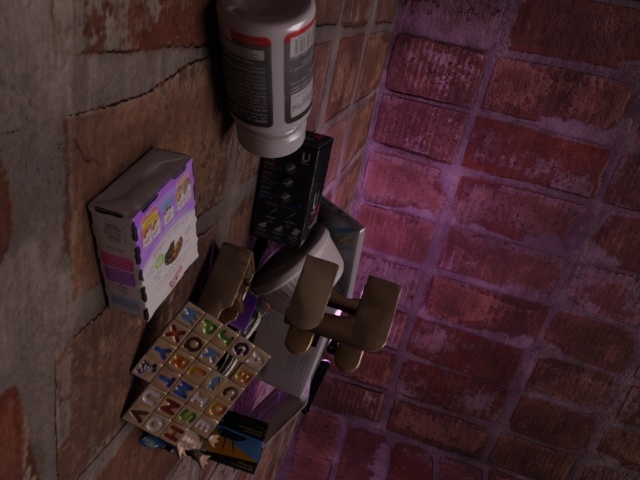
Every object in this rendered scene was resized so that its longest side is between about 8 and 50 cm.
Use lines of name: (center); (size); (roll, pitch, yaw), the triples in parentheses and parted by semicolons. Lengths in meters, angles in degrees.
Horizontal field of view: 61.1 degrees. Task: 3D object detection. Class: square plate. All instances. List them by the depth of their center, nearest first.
square plate: (-0.168, 0.596, 1.893); (0.347, 0.049, 0.344); (-45, -175, 8)

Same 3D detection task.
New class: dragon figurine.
dragon figurine: (-0.304, 0.389, 1.102); (0.085, 0.144, 0.289); (-67, 150, -27)

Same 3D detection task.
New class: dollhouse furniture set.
dollhouse furniture set: (-0.067, 0.201, 1.176); (0.362, 0.394, 0.257); (104, 5, -70)

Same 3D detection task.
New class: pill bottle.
pill bottle: (-0.093, -0.297, 0.967); (0.283, 0.161, 0.161); (95, 14, -53)

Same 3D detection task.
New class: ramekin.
ramekin: (-0.057, 0.091, 1.511); (0.273, 0.127, 0.273); (-36, -167, 10)

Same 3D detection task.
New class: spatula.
spatula: (-0.185, 0.089, 1.418); (0.030, 0.084, 0.297); (-39, -151, 47)

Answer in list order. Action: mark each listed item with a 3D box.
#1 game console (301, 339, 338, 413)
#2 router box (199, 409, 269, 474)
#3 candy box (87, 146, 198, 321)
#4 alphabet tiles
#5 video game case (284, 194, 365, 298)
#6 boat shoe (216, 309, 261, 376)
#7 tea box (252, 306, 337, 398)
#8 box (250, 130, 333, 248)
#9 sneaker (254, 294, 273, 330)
game console: (0.016, 0.452, 1.965); (0.361, 0.044, 0.213); (-63, 175, -9)
router box: (-0.239, 0.525, 1.439); (0.046, 0.178, 0.133); (-37, 142, -78)
candy box: (-0.250, -0.009, 0.798); (0.165, 0.070, 0.196); (-64, 166, -49)
alphabet tiles: (-0.236, 0.254, 0.982); (0.237, 0.198, 0.009); (-51, -155, -2)
video game case: (0.000, 0.000, 1.671); (0.036, 0.300, 0.329); (-33, 148, -32)
boat shoe: (-0.240, 0.257, 1.371); (0.079, 0.084, 0.233); (50, 55, -34)
tea box: (-0.068, 0.284, 1.834); (0.323, 0.220, 0.329); (-43, 155, -71)
box: (-0.073, -0.141, 1.407); (0.165, 0.143, 0.270); (-55, 158, -66)
sneaker: (-0.174, 0.207, 1.642); (0.061, 0.064, 0.158); (-46, 151, -71)
